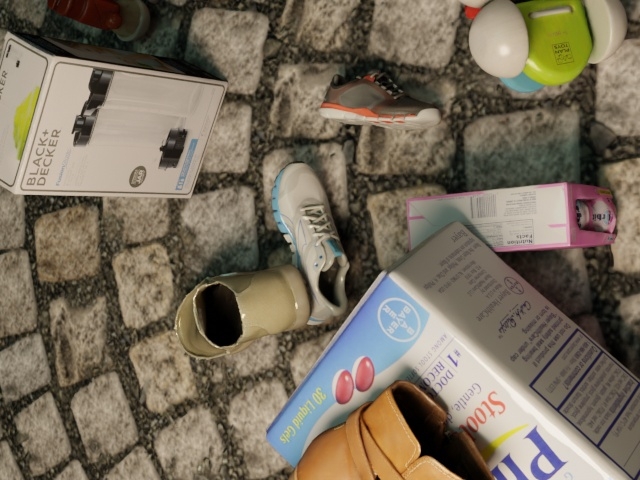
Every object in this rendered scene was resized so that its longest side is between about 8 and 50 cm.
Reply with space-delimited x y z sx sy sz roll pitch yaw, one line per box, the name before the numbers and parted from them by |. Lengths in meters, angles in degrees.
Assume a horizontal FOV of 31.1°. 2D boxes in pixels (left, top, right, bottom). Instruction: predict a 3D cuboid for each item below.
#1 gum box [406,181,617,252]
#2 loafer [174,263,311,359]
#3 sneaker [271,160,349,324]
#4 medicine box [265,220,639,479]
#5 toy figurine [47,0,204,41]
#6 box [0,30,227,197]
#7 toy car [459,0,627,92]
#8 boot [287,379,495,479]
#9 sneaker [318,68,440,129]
gum box | 0.195 -0.019 1.161 0.188 0.107 0.062 -5 88 36
loafer | -0.115 0.084 1.365 0.268 0.092 0.102 -26 75 54
sneaker | 0.000 0.000 1.316 0.083 0.071 0.191 -11 91 60
medicine box | 0.138 0.181 1.113 0.289 0.149 0.263 42 126 11
toy figurine | -0.240 -0.377 1.463 0.213 0.148 0.210 -23 71 36
box | -0.258 -0.141 1.379 0.087 0.290 0.169 30 107 32
toy car | 0.201 -0.229 1.149 0.136 0.159 0.182 134 120 -66
boot | 0.098 0.276 1.034 0.283 0.109 0.220 49 124 15
sneaker | 0.065 -0.161 1.287 0.157 0.061 0.065 11 90 35
